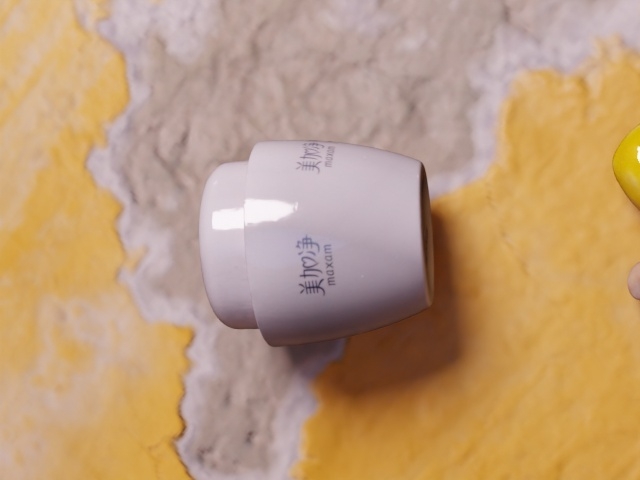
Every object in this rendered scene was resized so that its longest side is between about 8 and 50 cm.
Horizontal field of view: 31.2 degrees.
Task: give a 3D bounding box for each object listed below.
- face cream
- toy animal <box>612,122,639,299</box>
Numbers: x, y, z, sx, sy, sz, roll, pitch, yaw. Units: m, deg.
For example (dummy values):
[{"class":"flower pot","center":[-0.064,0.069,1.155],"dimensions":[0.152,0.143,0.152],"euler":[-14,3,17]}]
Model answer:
[{"class":"face cream","center":[0.000,0.000,0.501],"dimensions":[0.095,0.091,0.091],"euler":[-4,95,10]},{"class":"toy animal","center":[0.157,-0.013,0.455],"dimensions":[0.091,0.082,0.114],"euler":[24,103,15]}]
